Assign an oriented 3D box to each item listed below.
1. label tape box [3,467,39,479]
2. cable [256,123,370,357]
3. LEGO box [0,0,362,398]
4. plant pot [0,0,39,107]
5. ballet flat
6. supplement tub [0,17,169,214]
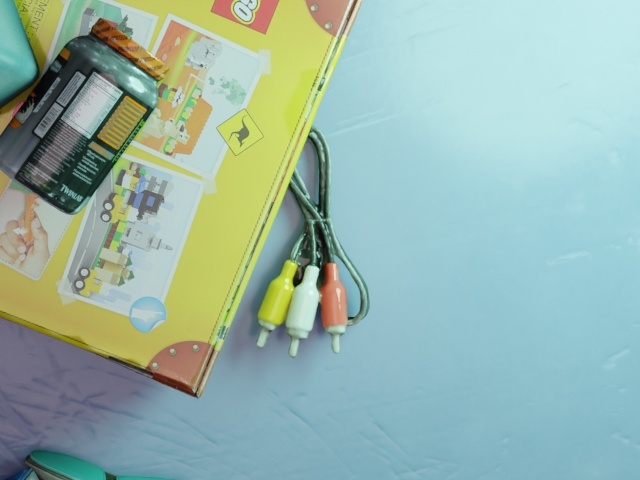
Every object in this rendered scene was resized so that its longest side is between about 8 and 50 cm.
[{"bbox_3d":[-0.385,0.476,1.933,0.241,0.106,0.333,-25,99,8],"label":"label tape box"},{"bbox_3d":[0.000,0.000,1.982,0.139,0.072,0.287,5,96,-3],"label":"cable"},{"bbox_3d":[-0.217,-0.125,1.860,0.372,0.193,0.500,22,92,-6],"label":"LEGO box"},{"bbox_3d":[-0.431,-0.217,1.639,0.247,0.252,0.248,-33,67,22],"label":"plant pot"},{"bbox_3d":[-0.263,0.314,1.978,0.213,0.072,0.068,14,102,-10],"label":"ballet flat"},{"bbox_3d":[-0.250,-0.132,1.701,0.117,0.117,0.190,36,90,-11],"label":"supplement tub"}]
